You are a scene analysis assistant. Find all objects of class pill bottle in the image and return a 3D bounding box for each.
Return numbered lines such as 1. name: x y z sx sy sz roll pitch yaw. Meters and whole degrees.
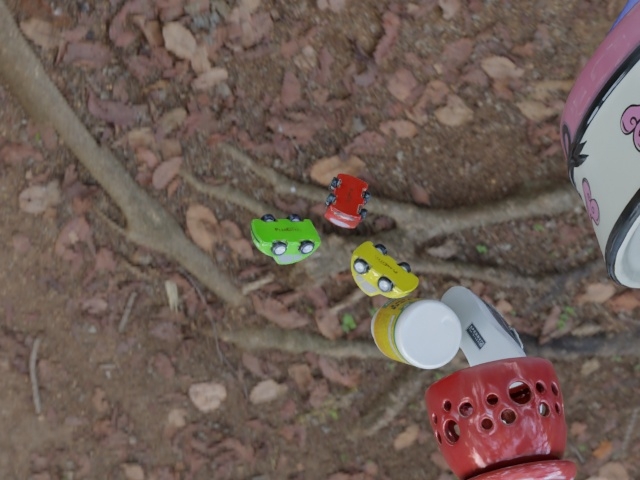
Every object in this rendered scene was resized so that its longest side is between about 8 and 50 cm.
1. pill bottle: 0.159 0.157 1.805 0.117 0.208 0.118 0 89 -13

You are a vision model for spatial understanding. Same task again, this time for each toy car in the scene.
1. toy car: 0.000 0.000 1.439 0.225 0.239 0.053 0 136 -30

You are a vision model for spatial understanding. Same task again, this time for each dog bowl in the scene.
1. dog bowl: 0.402 -0.134 0.948 0.408 0.150 0.408 -24 154 -12

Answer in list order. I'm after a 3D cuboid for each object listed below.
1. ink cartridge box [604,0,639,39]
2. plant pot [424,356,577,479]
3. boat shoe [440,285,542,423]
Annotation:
1. ink cartridge box: 0.618 -0.238 1.540 0.395 0.151 0.270 32 119 9
2. plant pot: 0.253 0.273 1.440 0.191 0.174 0.191 -8 155 -3
3. boat shoe: 0.308 0.202 1.769 0.102 0.301 0.108 21 116 -38
